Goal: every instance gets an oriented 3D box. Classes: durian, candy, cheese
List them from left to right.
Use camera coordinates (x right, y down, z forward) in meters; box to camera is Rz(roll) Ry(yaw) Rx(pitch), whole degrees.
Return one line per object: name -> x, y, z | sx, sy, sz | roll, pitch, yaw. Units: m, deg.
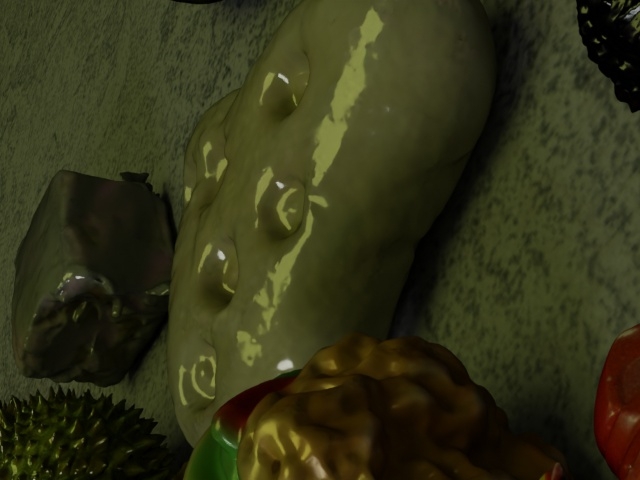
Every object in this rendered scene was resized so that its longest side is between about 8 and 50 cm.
durian -> -0.261, 0.260, 0.974 | 0.291, 0.291, 0.224 | -70, 23, 10
candy -> -0.244, 0.036, 1.149 | 0.185, 0.137, 0.195 | -53, 36, 32
cheese -> 0.000, 0.000, 0.779 | 0.351, 0.129, 0.328 | -33, 48, 50

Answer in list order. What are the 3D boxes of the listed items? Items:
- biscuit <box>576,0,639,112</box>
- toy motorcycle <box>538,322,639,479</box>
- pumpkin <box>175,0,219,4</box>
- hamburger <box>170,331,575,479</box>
biscuit -> 0.215, -0.158, 0.575 | 0.194, 0.053, 0.195 | -31, 52, 50
toy motorcycle -> 0.181, 0.074, 0.450 | 0.171, 0.089, 0.298 | -1, 59, 49
pumpkin -> -0.124, -0.404, 1.082 | 0.320, 0.192, 0.320 | -27, 55, 48
hamburger -> 0.044, 0.153, 0.570 | 0.149, 0.237, 0.237 | -50, 40, 36
